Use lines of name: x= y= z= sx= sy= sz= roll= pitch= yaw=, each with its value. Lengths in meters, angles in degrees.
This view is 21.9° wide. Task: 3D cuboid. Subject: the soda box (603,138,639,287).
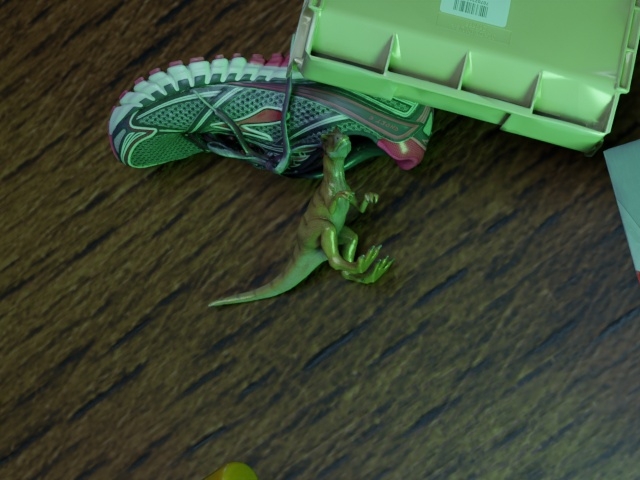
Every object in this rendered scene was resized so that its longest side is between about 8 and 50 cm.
soda box: x=0.300 y=0.056 z=1.251 sx=0.098 sy=0.091 sz=0.286 roll=-18 pitch=64 yaw=17

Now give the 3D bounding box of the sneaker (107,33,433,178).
sneaker: x=-0.049 y=-0.103 z=1.449 sx=0.299 sy=0.121 sz=0.112 roll=-9 pitch=76 yaw=20

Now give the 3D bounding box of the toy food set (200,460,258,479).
toy food set: x=-0.083 y=0.305 z=1.317 sx=0.104 sy=0.111 sz=0.232 roll=-37 pitch=67 yaw=42

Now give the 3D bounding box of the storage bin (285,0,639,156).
storage bin: x=0.129 y=-0.219 z=1.352 sx=0.262 sy=0.123 sz=0.260 roll=15 pitch=75 yaw=-4

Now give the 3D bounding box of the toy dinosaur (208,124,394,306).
toy dinosaur: x=0.000 y=0.000 z=1.418 sx=0.112 sy=0.064 sz=0.211 roll=38 pitch=118 yaw=22
